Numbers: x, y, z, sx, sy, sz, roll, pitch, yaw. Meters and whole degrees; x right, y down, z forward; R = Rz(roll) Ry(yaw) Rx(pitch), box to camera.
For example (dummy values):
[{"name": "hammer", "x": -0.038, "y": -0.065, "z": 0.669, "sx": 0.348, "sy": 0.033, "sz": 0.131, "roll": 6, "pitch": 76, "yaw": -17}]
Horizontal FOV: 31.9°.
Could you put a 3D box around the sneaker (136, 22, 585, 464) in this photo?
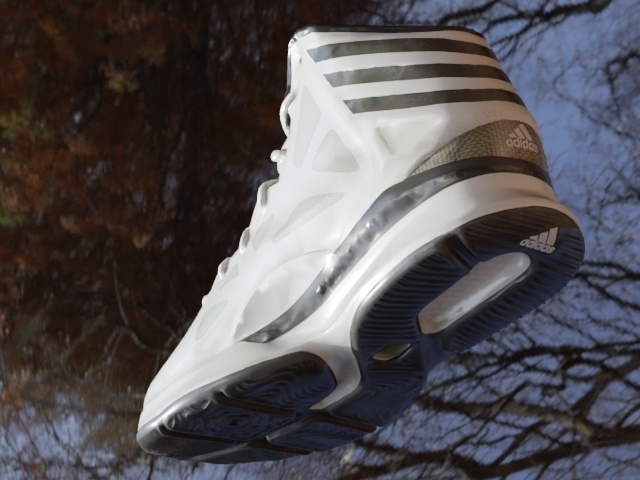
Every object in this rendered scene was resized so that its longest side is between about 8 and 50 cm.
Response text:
[{"name": "sneaker", "x": 0.001, "y": 0.000, "z": 0.887, "sx": 0.169, "sy": 0.447, "sz": 0.257, "roll": 17, "pitch": -130, "yaw": -36}]
